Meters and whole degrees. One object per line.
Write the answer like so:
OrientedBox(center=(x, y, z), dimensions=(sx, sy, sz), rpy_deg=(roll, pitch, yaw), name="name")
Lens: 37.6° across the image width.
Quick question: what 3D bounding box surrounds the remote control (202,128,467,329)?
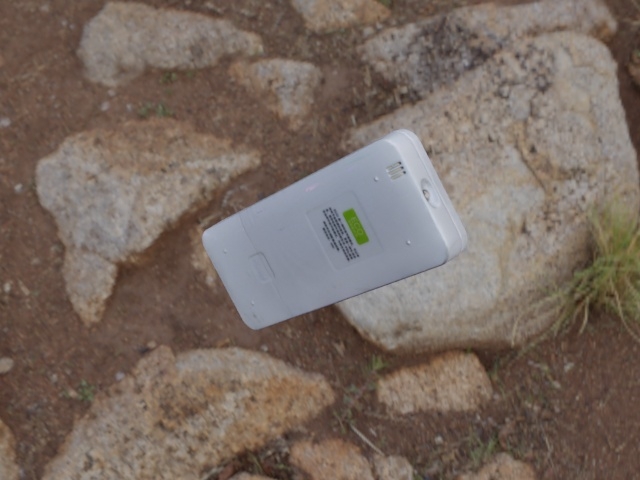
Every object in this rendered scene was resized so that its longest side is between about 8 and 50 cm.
OrientedBox(center=(0.000, 0.000, 0.740), dimensions=(0.034, 0.103, 0.250), rpy_deg=(-31, 4, -42), name="remote control")
